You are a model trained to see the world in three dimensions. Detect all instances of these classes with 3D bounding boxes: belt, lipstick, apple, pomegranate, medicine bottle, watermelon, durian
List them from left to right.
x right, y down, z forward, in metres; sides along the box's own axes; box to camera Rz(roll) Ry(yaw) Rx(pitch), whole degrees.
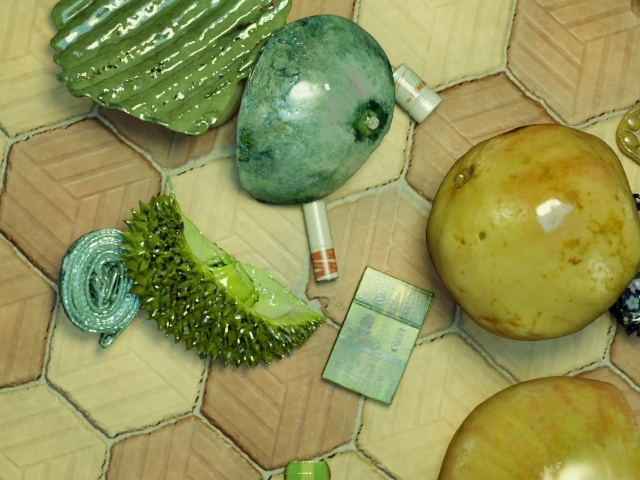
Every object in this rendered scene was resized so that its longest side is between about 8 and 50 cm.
[{"bbox_3d":[-0.342,0.064,1.854,0.147,0.082,0.163,41,80,-10],"label":"belt"},{"bbox_3d":[-0.171,0.074,1.831,0.355,0.157,0.169,43,43,-14],"label":"durian"},{"bbox_3d":[-0.002,-0.201,1.818,0.175,0.188,0.322,20,87,25],"label":"watermelon"},{"bbox_3d":[0.000,0.000,1.895,0.038,0.038,0.131,-10,87,-3],"label":"lipstick"},{"bbox_3d":[0.148,-0.238,1.910,0.089,0.057,0.057,45,85,1],"label":"medicine bottle"},{"bbox_3d":[0.335,-0.011,1.789,0.342,0.342,0.343,0,86,-3],"label":"pomegranate"},{"bbox_3d":[0.334,0.341,1.754,0.314,0.309,0.252,-32,87,-7],"label":"apple"}]

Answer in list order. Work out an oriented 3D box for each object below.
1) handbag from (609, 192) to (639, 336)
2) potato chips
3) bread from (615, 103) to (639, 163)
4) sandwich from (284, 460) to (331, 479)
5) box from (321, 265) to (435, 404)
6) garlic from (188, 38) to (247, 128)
[{"bbox_3d":[0.553,0.037,1.875,0.207,0.127,0.229,-2,86,3],"label":"handbag"},{"bbox_3d":[-0.249,-0.362,1.835,0.373,0.097,0.389,25,78,17],"label":"potato chips"},{"bbox_3d":[0.541,-0.173,1.940,0.110,0.024,0.110,0,85,-4],"label":"bread"},{"bbox_3d":[-0.022,0.420,1.881,0.074,0.074,0.116,1,118,-3],"label":"sandwich"},{"bbox_3d":[0.093,0.152,1.894,0.121,0.030,0.193,22,86,-1],"label":"box"},{"bbox_3d":[-0.178,-0.273,1.886,0.128,0.090,0.198,10,90,11],"label":"garlic"}]
